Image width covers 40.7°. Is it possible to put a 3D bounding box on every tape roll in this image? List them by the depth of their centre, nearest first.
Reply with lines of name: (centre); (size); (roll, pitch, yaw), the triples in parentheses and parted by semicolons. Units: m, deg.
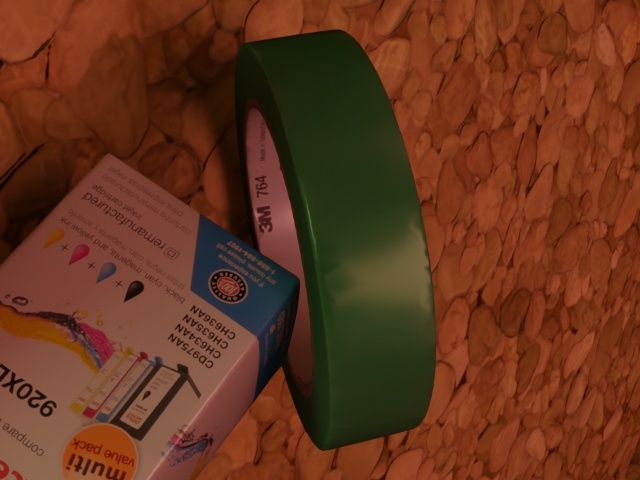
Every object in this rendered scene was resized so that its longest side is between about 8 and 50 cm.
tape roll: (0.000, 0.000, 0.688); (0.077, 0.321, 0.321); (-10, 115, -11)

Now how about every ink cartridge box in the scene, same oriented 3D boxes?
ink cartridge box: (-0.152, 0.100, 0.608); (0.233, 0.171, 0.168); (-53, 170, -24)
